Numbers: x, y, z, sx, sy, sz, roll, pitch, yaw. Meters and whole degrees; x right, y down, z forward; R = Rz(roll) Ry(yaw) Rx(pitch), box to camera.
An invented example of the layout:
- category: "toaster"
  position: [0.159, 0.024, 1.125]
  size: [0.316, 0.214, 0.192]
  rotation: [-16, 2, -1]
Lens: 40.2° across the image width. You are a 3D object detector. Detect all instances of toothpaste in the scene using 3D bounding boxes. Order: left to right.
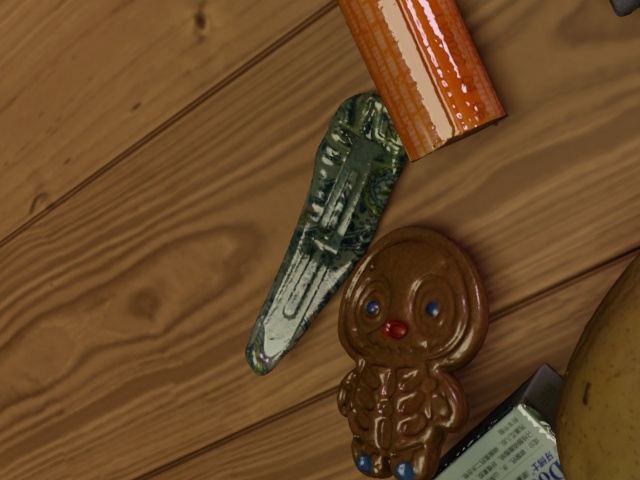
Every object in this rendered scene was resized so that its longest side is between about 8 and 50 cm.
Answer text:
- category: "toothpaste"
  position: [0.064, 0.228, 0.644]
  size: [0.067, 0.081, 0.336]
  rotation: [45, 116, 9]

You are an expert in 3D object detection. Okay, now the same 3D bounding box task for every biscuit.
- category: "biscuit"
  position: [0.057, 0.075, 0.598]
  size: [0.124, 0.026, 0.175]
  rotation: [-5, 74, 44]

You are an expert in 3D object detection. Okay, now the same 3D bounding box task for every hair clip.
- category: "hair clip"
  position: [0.001, -0.001, 0.645]
  size: [0.066, 0.036, 0.229]
  rotation: [29, 106, 13]

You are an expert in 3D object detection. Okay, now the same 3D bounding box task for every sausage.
- category: "sausage"
  position: [0.042, -0.170, 0.567]
  size: [0.071, 0.071, 0.234]
  rotation: [-24, 91, 28]

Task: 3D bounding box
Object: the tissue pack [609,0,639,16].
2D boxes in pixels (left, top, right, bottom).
- category: "tissue pack"
  position: [0.198, -0.209, 0.465]
  size: [0.156, 0.051, 0.112]
  rotation: [-32, 85, 53]

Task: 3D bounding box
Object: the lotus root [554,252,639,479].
- category: "lotus root"
  position: [0.216, 0.101, 0.472]
  size: [0.182, 0.183, 0.310]
  rotation: [38, 97, 13]
